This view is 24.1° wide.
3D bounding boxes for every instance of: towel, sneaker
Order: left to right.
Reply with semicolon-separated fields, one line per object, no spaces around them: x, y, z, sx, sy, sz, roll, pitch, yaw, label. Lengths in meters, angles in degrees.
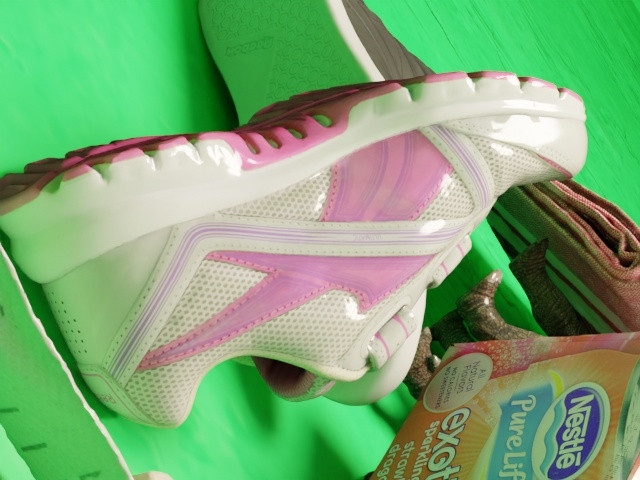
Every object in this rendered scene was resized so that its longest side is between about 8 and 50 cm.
0.000;0.000;0.587;0.103;0.252;0.111;5;-71;63;sneaker
0.029;-0.028;0.763;0.147;0.104;0.296;35;29;-42;sneaker
0.191;0.057;0.971;0.329;0.037;0.237;56;-3;-42;towel

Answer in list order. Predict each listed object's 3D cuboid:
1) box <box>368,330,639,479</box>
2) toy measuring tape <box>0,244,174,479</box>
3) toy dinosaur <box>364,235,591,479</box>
0.150;0.197;0.667;0.300;0.142;0.154;54;53;-24;box
-0.120;-0.052;0.454;0.121;0.121;0.330;-84;151;-55;toy measuring tape
0.119;0.099;0.814;0.160;0.121;0.313;51;15;6;toy dinosaur
